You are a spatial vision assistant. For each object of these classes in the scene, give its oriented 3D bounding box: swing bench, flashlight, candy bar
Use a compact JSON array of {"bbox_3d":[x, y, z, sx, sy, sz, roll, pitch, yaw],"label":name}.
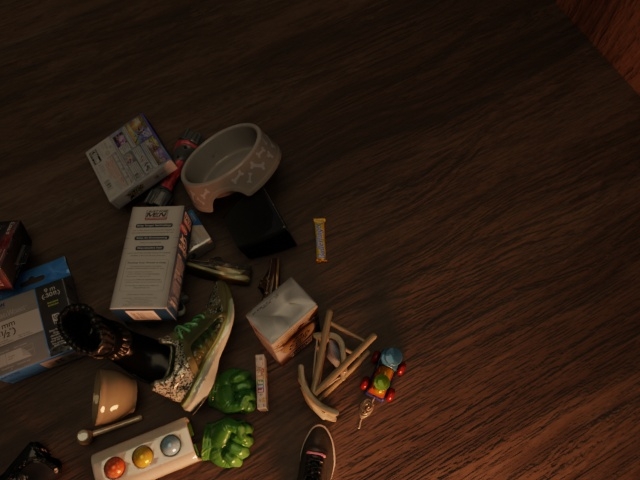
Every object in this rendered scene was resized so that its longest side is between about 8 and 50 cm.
[{"bbox_3d":[0.028,0.370,1.614,0.165,0.253,0.254,27,70,10],"label":"swing bench"},{"bbox_3d":[-0.496,-0.237,1.928,0.103,0.103,0.304,21,68,4],"label":"flashlight"},{"bbox_3d":[0.000,0.000,1.885,0.040,0.018,0.161,-2,68,-1],"label":"candy bar"}]

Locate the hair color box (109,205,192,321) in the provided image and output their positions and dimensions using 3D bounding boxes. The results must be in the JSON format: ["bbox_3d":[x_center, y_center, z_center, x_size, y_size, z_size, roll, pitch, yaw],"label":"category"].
[{"bbox_3d":[-0.504,0.067,1.700,0.174,0.105,0.347,-1,61,5],"label":"hair color box"}]

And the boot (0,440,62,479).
[{"bbox_3d":[-0.805,0.711,1.552,0.207,0.094,0.246,-43,69,-12],"label":"boot"}]

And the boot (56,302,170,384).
[{"bbox_3d":[-0.570,0.311,1.624,0.348,0.260,0.131,21,70,7],"label":"boot"}]

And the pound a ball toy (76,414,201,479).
[{"bbox_3d":[-0.524,0.583,1.586,0.319,0.135,0.208,-19,70,-9],"label":"pound a ball toy"}]

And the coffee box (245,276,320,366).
[{"bbox_3d":[-0.099,0.246,1.637,0.168,0.297,0.119,-40,71,-14],"label":"coffee box"}]

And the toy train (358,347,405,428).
[{"bbox_3d":[0.172,0.434,1.649,0.105,0.143,0.248,23,70,9],"label":"toy train"}]

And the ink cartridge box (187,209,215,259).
[{"bbox_3d":[-0.483,0.019,1.838,0.231,0.078,0.134,-32,71,-12],"label":"ink cartridge box"}]

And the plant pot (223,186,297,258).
[{"bbox_3d":[-0.205,-0.046,1.823,0.167,0.188,0.187,-30,72,0],"label":"plant pot"}]

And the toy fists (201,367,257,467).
[{"bbox_3d":[-0.261,0.514,1.638,0.142,0.096,0.279,3,67,0],"label":"toy fists"}]

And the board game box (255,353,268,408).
[{"bbox_3d":[-0.174,0.425,1.669,0.026,0.103,0.154,-4,68,-2],"label":"board game box"}]

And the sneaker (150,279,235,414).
[{"bbox_3d":[-0.376,0.288,1.649,0.182,0.158,0.410,24,58,-20],"label":"sneaker"}]

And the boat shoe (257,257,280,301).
[{"bbox_3d":[-0.165,0.152,1.793,0.073,0.073,0.206,2,68,-2],"label":"boat shoe"}]

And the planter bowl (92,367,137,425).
[{"bbox_3d":[-0.599,0.454,1.637,0.109,0.162,0.162,6,66,-27],"label":"planter bowl"}]

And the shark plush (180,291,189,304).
[{"bbox_3d":[-0.496,0.218,1.776,0.161,0.073,0.067,-45,106,-21],"label":"shark plush"}]

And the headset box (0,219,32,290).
[{"bbox_3d":[-1.071,0.053,1.763,0.293,0.110,0.218,-5,45,-3],"label":"headset box"}]

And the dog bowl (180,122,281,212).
[{"bbox_3d":[-0.304,-0.251,1.837,0.349,0.102,0.348,-20,41,18],"label":"dog bowl"}]

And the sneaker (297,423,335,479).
[{"bbox_3d":[-0.019,0.661,1.556,0.105,0.147,0.295,9,67,5],"label":"sneaker"}]

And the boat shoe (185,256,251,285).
[{"bbox_3d":[-0.332,0.090,1.817,0.224,0.080,0.073,14,63,-1],"label":"boat shoe"}]

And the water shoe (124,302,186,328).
[{"bbox_3d":[-0.510,0.227,1.729,0.203,0.080,0.073,2,27,8],"label":"water shoe"}]

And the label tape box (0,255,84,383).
[{"bbox_3d":[-0.887,0.229,1.733,0.249,0.115,0.347,-21,72,-9],"label":"label tape box"}]

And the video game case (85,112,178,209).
[{"bbox_3d":[-0.645,-0.273,1.909,0.244,0.061,0.269,-36,60,-1],"label":"video game case"}]
